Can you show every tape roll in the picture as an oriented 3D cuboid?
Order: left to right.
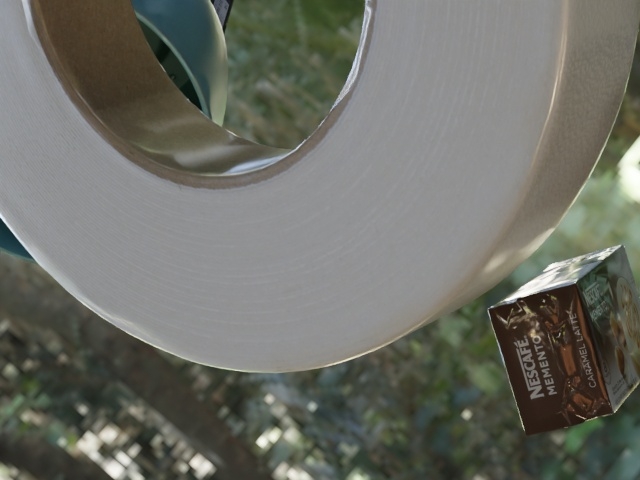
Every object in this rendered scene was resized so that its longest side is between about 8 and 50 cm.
[{"bbox_3d":[-0.040,-0.133,0.809,0.072,0.392,0.392,-23,-29,-51],"label":"tape roll"}]

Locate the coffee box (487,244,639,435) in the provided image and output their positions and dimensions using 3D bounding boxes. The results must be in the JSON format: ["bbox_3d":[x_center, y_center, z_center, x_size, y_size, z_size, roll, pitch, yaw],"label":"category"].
[{"bbox_3d":[0.269,0.100,1.839,0.098,0.141,0.246,-17,2,23],"label":"coffee box"}]

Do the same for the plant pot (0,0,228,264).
[{"bbox_3d":[-0.217,-0.158,1.649,0.293,0.293,0.235,-58,7,33],"label":"plant pot"}]

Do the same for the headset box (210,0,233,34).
[{"bbox_3d":[-0.249,-0.266,1.916,0.110,0.293,0.218,48,-128,-56],"label":"headset box"}]
